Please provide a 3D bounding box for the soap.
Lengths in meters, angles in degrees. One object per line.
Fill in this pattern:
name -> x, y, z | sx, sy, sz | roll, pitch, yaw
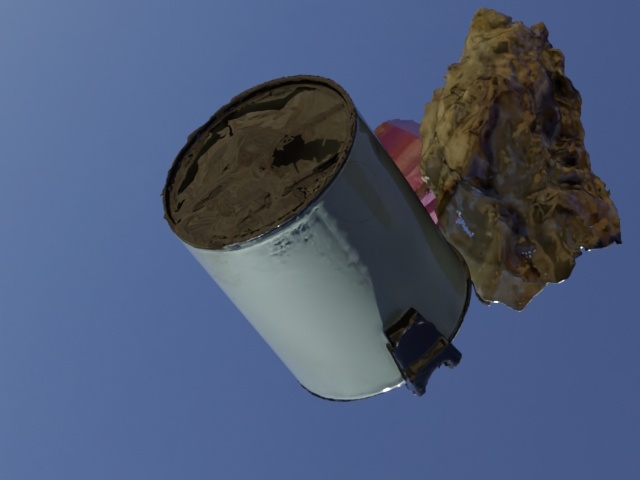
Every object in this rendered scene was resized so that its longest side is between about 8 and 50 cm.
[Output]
soap -> 0.074, -0.032, 2.025 | 0.289, 0.112, 0.182 | -42, 156, -42

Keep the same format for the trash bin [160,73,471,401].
trash bin -> 0.000, 0.000, 1.739 | 0.217, 0.262, 0.277 | -43, -140, -7

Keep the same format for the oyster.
oyster -> 0.203, -0.105, 1.879 | 0.107, 0.201, 0.354 | 85, -8, -64
